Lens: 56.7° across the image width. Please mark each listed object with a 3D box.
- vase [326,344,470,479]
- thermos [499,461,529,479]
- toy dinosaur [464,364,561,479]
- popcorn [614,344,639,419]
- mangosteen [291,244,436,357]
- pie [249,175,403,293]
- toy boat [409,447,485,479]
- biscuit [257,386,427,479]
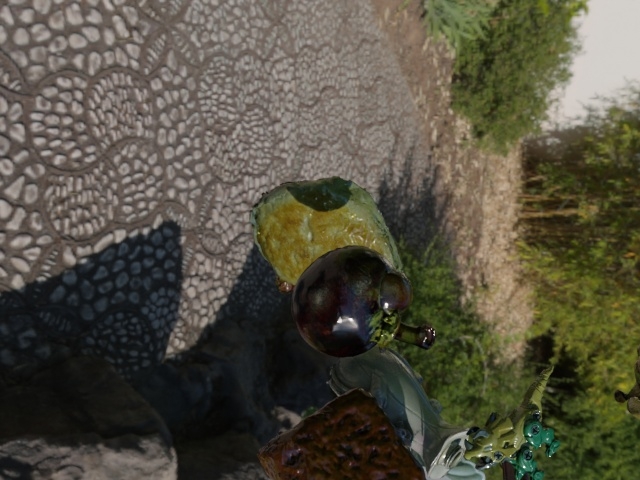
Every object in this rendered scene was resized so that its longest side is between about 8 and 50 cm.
[{"bbox_3d":[0.240,0.503,1.783,0.250,0.445,0.250,-27,136,-30],"label":"vase"},{"bbox_3d":[0.700,0.781,2.141,0.232,0.098,0.124,-76,163,-48],"label":"thermos"},{"bbox_3d":[0.406,0.369,1.177,0.259,0.094,0.153,-44,96,-12],"label":"toy dinosaur"},{"bbox_3d":[0.691,0.259,0.944,0.349,0.381,0.349,25,50,-33],"label":"popcorn"},{"bbox_3d":[0.083,0.139,1.155,0.231,0.289,0.231,-31,138,-33],"label":"mangosteen"},{"bbox_3d":[0.016,-0.011,1.666,0.180,0.418,0.395,-54,133,-46],"label":"pie"},{"bbox_3d":[0.421,0.796,2.008,0.100,0.290,0.199,-42,165,-52],"label":"toy boat"},{"bbox_3d":[0.073,0.601,1.495,0.342,0.395,0.166,-25,158,-31],"label":"biscuit"}]
